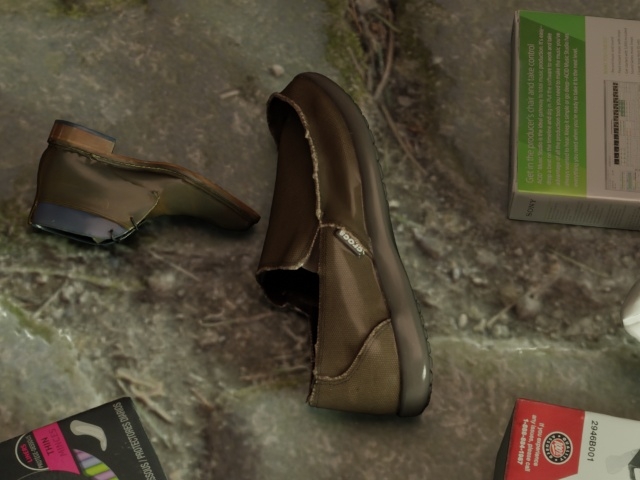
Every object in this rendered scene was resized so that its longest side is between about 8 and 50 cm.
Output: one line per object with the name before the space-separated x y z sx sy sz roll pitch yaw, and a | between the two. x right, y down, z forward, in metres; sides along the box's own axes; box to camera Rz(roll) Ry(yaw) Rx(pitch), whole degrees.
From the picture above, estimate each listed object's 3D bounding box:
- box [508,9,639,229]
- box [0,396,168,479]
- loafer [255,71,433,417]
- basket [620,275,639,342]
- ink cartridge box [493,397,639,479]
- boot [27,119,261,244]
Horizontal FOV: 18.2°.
box | 0.350 -0.115 2.006 0.322 0.058 0.232 6 58 -2
box | -0.253 0.270 1.667 0.270 0.143 0.165 -21 61 -16
loafer | 0.000 0.000 1.860 0.130 0.134 0.366 -11 59 -11
basket | 0.499 0.007 1.733 0.328 0.331 0.266 36 44 0
ink cartridge box | 0.282 0.268 1.723 0.273 0.114 0.197 11 58 1
boot | -0.174 -0.027 1.917 0.219 0.082 0.106 22 82 3
